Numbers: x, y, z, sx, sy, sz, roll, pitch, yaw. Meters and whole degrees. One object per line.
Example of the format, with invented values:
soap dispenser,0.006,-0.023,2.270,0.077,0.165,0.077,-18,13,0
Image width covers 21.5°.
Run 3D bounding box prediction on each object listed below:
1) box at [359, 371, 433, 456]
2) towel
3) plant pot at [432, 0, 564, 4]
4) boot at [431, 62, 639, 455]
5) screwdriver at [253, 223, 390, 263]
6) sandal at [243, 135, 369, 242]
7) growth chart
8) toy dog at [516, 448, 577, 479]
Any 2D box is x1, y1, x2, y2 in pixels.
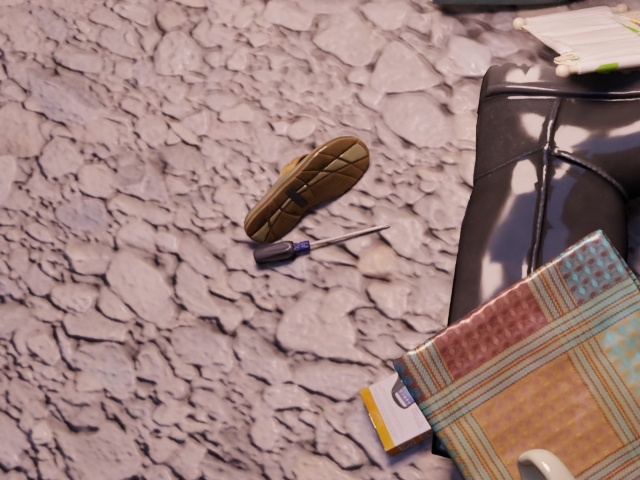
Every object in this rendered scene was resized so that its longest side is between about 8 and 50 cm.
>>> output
box,0.121,0.177,1.906,0.136,0.028,0.081,-26,62,4
towel,0.282,0.209,1.727,0.271,0.040,0.370,-32,86,-6
plant pot,0.276,-0.424,2.000,0.252,0.247,0.248,9,70,4
boot,0.320,0.042,1.828,0.367,0.146,0.445,4,70,17
screwdriver,0.000,0.000,2.024,0.170,0.025,0.024,-16,64,13
sandal,-0.023,-0.069,2.045,0.180,0.072,0.049,-39,40,4
growth chart,0.318,-0.231,1.913,0.172,0.021,0.237,-6,22,-8
toy dog,0.421,0.268,1.548,0.408,0.284,0.395,-26,52,-15
